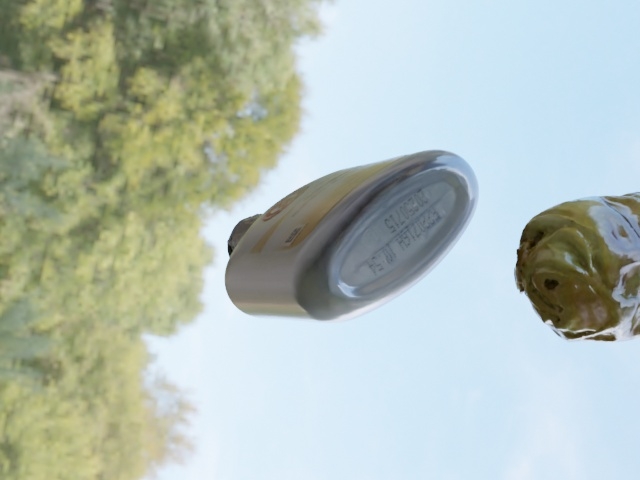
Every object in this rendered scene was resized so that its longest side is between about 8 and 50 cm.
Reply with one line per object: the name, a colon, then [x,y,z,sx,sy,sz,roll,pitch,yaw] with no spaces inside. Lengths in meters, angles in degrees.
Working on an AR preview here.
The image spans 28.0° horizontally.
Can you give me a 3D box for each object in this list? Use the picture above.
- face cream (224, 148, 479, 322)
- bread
face cream: [0.000,0.000,0.889,0.144,0.071,0.291,-39,-170,-15]
bread: [0.262,0.011,0.805,0.077,0.368,0.084,21,-71,52]
